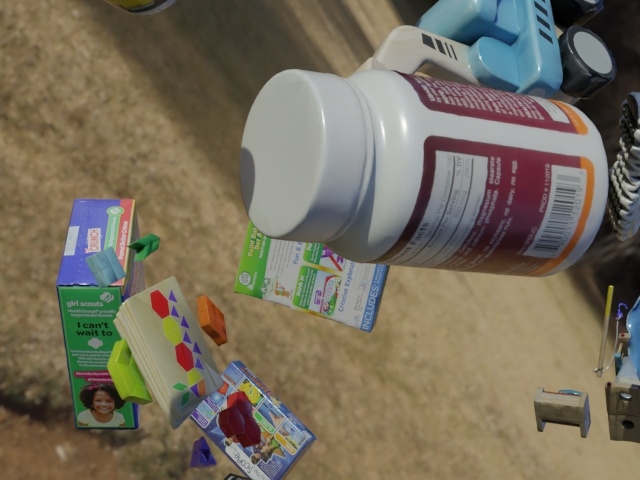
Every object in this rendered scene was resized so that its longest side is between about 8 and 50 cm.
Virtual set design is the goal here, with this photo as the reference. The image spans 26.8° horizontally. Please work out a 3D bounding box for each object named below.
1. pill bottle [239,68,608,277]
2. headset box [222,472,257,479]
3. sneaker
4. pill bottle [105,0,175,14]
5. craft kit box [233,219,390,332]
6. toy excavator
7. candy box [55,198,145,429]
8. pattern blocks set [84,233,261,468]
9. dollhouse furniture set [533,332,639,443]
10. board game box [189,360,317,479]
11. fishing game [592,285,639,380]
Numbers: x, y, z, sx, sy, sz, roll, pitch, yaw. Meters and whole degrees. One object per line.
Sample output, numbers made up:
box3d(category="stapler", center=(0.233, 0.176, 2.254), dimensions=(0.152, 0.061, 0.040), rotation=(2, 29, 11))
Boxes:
box3d(category="pill bottle", center=(0.120, -0.078, 1.567), dimensions=(0.392, 0.224, 0.224), rotation=(6, 44, -31))
box3d(category="headset box", center=(0.005, 0.354, 1.391), dimensions=(0.218, 0.293, 0.110), rotation=(-29, 131, -78))
box3d(category="sneaker", center=(0.530, -0.111, 2.164), dimensions=(0.292, 0.118, 0.110), rotation=(93, -8, -47))
box3d(category="pill bottle", center=(-0.215, -0.296, 1.241), dimensions=(0.208, 0.119, 0.119), rotation=(21, 39, -56))
box3d(category="craft kit box", center=(0.000, 0.000, 2.233), dimensions=(0.061, 0.246, 0.250), rotation=(-40, 145, -74))
box3d(category="toy excavator", center=(0.216, -0.278, 2.042), dimensions=(0.445, 0.222, 0.433), rotation=(18, 52, -28))
box3d(category="candy box", center=(-0.373, 0.126, 2.348), dimensions=(0.268, 0.122, 0.317), rotation=(-92, 180, -56))
box3d(category="pattern blocks set", center=(-0.199, 0.148, 1.796), dimensions=(0.285, 0.026, 0.325), rotation=(-11, 79, -64))
box3d(category="dollhouse furniture set", center=(0.454, 0.235, 2.208), dimensions=(0.129, 0.184, 0.129), rotation=(-62, 147, -45))
box3d(category="board game box", center=(-0.119, 0.326, 2.340), dimensions=(0.201, 0.136, 0.035), rotation=(44, 17, 20))
box3d(category="fishing game", center=(0.537, 0.139, 1.980), dimensions=(0.041, 0.264, 0.189), rotation=(-165, -93, -76))
